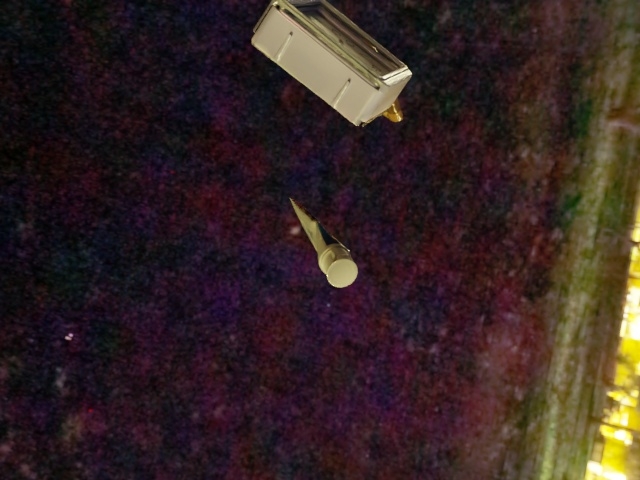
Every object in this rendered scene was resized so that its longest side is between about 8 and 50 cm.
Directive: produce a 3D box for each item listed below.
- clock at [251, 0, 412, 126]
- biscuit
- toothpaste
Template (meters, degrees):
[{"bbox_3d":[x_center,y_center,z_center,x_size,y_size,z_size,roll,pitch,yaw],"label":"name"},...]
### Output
[{"bbox_3d":[0.018,-0.249,0.972,0.073,0.193,0.144,-52,176,28],"label":"clock"},{"bbox_3d":[0.126,-0.363,1.649,0.203,0.041,0.260,60,-2,-16],"label":"biscuit"},{"bbox_3d":[0.000,0.000,1.360,0.061,0.266,0.096,-32,121,-3],"label":"toothpaste"}]
